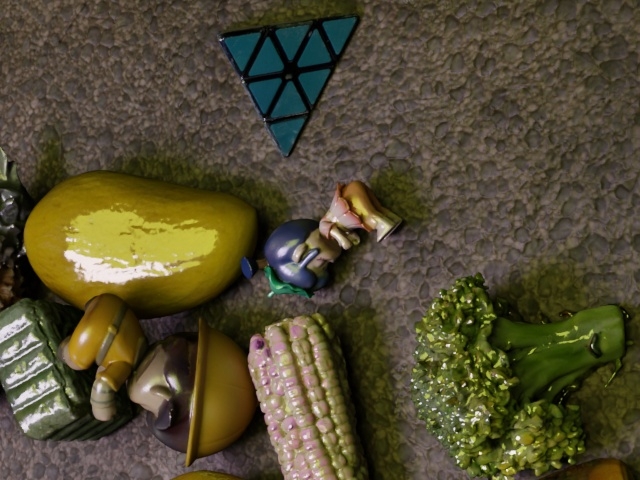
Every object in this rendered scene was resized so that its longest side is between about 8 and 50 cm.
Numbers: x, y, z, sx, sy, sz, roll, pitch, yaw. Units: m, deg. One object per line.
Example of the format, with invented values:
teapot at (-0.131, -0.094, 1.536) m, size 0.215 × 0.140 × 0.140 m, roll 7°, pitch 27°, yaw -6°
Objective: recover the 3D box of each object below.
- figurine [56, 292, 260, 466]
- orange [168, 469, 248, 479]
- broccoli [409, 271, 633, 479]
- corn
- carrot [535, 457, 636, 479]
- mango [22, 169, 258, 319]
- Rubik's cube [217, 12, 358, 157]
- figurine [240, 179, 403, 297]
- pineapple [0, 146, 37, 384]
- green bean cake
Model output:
figurine at (-0.197, 0.167, 1.917) m, size 0.257 × 0.192 × 0.167 m, roll 34°, pitch 122°, yaw -17°
orange at (-0.149, 0.419, 1.855) m, size 0.279 × 0.235 × 0.279 m, roll -3°, pitch 82°, yaw 20°
broccoli at (0.214, 0.148, 1.735) m, size 0.273 × 0.180 × 0.242 m, roll -28°, pitch 70°, yaw 21°
corn at (-0.004, 0.254, 1.868) m, size 0.126 × 0.126 × 0.335 m, roll -21°, pitch 74°, yaw 23°
carrot at (0.280, 0.304, 1.736) m, size 0.173 × 0.082 × 0.082 m, roll -28°, pitch 71°, yaw 21°
mango at (-0.245, 0.012, 2.017) m, size 0.331 × 0.142 × 0.195 m, roll 12°, pitch 92°, yaw 22°
Rubik's cube at (-0.104, -0.248, 1.963) m, size 0.190 × 0.178 × 0.211 m, roll 26°, pitch 94°, yaw 31°
figurine at (0.000, 0.000, 1.923) m, size 0.195 × 0.111 × 0.102 m, roll -40°, pitch 85°, yaw 14°
pineapple at (-0.483, 0.049, 2.110) m, size 0.223 × 0.223 × 0.357 m, roll 26°, pitch 87°, yaw 28°
green bean cake at (-0.343, 0.173, 2.020) m, size 0.094 × 0.185 × 0.183 m, roll -32°, pitch 70°, yaw 15°
